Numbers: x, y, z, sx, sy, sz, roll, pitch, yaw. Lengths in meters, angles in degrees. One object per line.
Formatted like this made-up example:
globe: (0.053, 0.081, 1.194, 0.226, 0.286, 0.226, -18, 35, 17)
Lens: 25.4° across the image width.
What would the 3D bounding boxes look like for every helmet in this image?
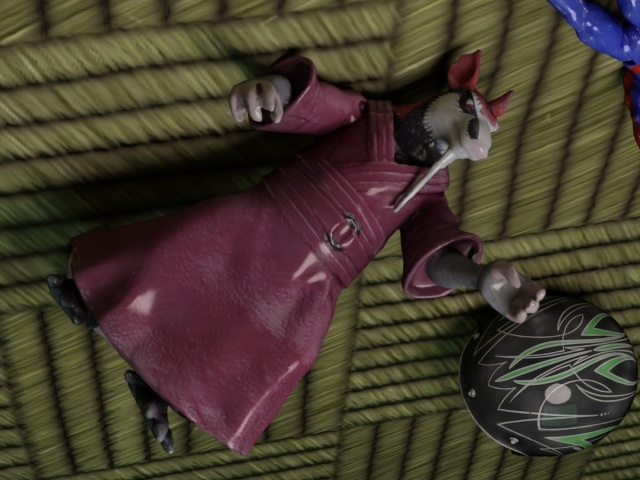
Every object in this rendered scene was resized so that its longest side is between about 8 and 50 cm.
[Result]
helmet: (0.221, 0.131, 1.376, 0.169, 0.169, 0.161, -18, 163, 6)

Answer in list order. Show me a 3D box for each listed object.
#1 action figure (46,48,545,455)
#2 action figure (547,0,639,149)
action figure: (0.000, 0.000, 1.072, 0.370, 0.248, 0.276, -37, -177, -8)
action figure: (0.235, -0.125, 1.030, 0.091, 0.139, 0.280, -31, 146, 25)
